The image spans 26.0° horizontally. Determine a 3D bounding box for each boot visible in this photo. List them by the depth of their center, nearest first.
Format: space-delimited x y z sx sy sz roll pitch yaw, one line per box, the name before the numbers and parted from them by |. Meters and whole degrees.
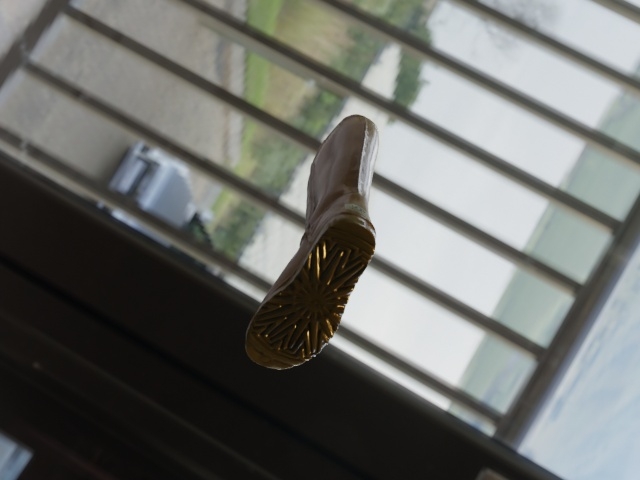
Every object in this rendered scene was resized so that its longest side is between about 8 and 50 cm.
boot | 0.000 0.000 1.659 0.236 0.089 0.269 -51 -163 24
